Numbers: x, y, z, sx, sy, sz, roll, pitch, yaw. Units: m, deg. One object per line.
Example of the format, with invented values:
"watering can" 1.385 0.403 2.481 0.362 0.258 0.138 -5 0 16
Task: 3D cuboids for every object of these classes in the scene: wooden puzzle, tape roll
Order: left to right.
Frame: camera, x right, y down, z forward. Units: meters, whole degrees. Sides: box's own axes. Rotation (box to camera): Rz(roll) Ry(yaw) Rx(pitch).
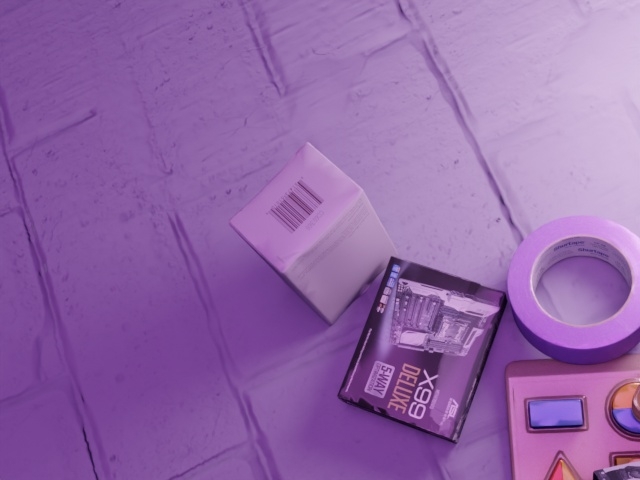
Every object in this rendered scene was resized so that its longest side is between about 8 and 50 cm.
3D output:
"tape roll" 0.496 0.092 1.896 0.274 0.090 0.275 -7 63 13
"wooden puzzle" 0.507 0.376 1.822 0.322 0.080 0.348 -5 71 13

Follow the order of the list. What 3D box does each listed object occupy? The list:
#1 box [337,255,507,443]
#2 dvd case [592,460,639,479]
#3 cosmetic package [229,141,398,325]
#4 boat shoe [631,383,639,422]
"box" 0.202 0.212 1.959 0.242 0.076 0.307 18 77 19
"dvd case" 0.589 0.413 1.613 0.238 0.030 0.179 -10 28 -8
"cosmetic package" 0.000 0.000 1.919 0.217 0.385 0.156 -45 68 -6
"boat shoe" 0.633 0.197 1.729 0.285 0.089 0.104 -52 38 3
